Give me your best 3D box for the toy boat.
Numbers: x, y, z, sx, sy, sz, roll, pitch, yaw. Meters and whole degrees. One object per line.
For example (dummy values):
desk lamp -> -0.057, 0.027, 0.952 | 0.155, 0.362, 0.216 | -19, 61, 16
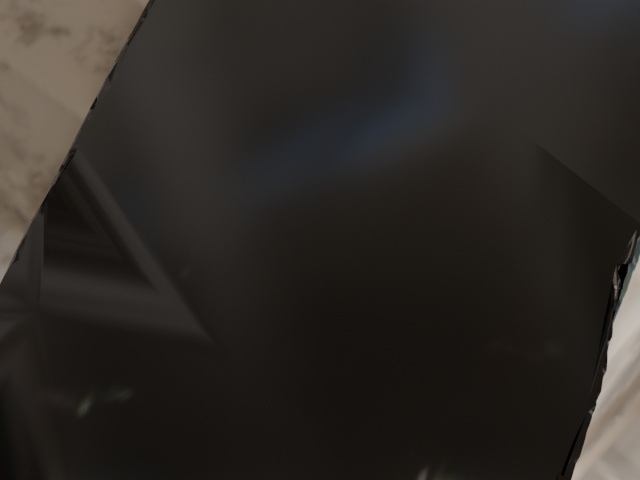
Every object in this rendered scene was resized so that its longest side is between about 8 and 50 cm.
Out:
toy boat -> 0.000, 0.000, 0.445 | 0.134, 0.299, 0.092 | 32, -34, -10
